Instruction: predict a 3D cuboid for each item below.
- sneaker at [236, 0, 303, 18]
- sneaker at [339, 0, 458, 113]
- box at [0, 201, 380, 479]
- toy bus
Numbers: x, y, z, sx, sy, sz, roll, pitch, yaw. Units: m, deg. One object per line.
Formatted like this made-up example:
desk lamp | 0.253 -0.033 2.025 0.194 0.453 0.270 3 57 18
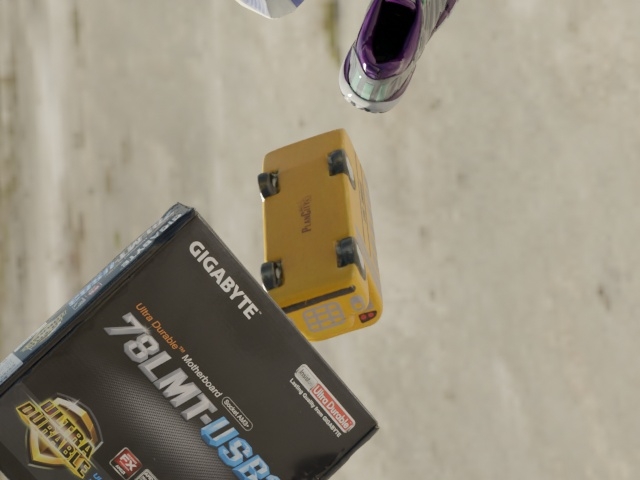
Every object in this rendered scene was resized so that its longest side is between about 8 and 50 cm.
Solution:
sneaker | -0.070 -0.388 1.993 0.315 0.182 0.127 52 164 39
sneaker | 0.086 -0.224 1.675 0.098 0.083 0.223 114 176 -72
box | -0.142 0.168 1.760 0.295 0.293 0.073 51 171 -19
toy bus | 0.000 0.000 2.111 0.332 0.108 0.130 -95 -15 -55
